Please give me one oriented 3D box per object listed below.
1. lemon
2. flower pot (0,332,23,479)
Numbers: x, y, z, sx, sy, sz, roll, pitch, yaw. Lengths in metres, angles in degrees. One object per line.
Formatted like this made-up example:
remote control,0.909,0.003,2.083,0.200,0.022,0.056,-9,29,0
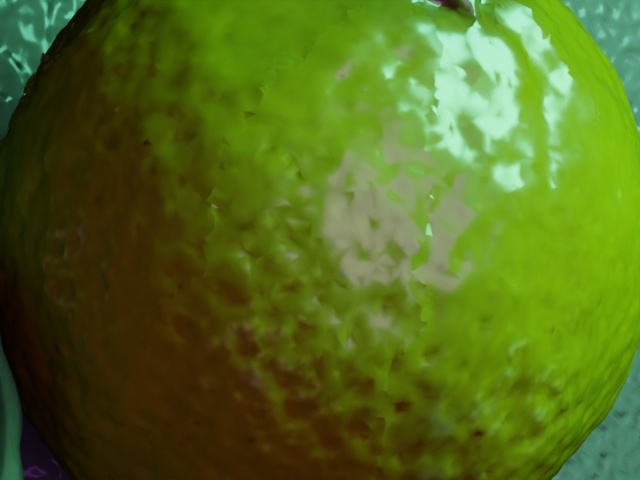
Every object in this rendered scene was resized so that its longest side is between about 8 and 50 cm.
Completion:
lemon,-0.001,0.001,0.647,0.293,0.293,0.293,2,86,-29
flower pot,-0.230,0.077,0.539,0.246,0.195,0.246,30,48,-41
